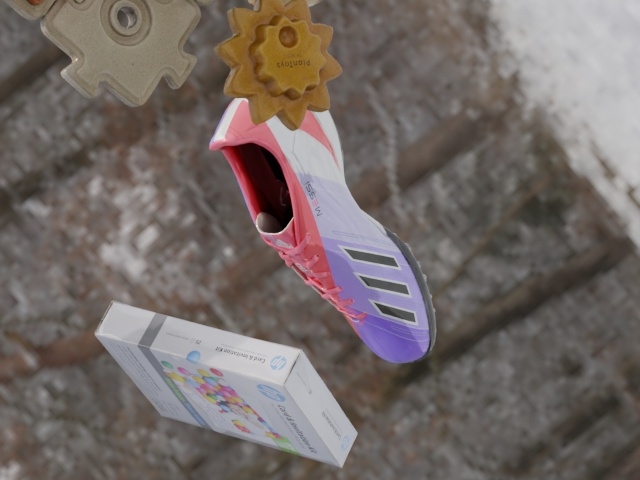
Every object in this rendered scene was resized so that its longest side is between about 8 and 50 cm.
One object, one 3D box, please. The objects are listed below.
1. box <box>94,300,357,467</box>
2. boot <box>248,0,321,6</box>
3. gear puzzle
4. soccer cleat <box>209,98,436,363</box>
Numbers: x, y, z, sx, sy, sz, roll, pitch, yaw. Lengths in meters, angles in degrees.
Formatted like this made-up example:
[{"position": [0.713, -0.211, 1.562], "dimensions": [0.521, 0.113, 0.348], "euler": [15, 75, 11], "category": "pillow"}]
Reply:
[{"position": [-0.076, 0.119, 1.502], "dimensions": [0.186, 0.038, 0.145], "euler": [12, 152, 28], "category": "box"}, {"position": [-0.032, -0.275, 1.223], "dimensions": [0.236, 0.089, 0.270], "euler": [-83, -12, -60], "category": "boot"}, {"position": [-0.112, -0.177, 1.055], "dimensions": [0.339, 0.175, 0.044], "euler": [41, 156, -24], "category": "gear puzzle"}, {"position": [0.000, 0.000, 1.696], "dimensions": [0.116, 0.108, 0.318], "euler": [-48, -63, -43], "category": "soccer cleat"}]
